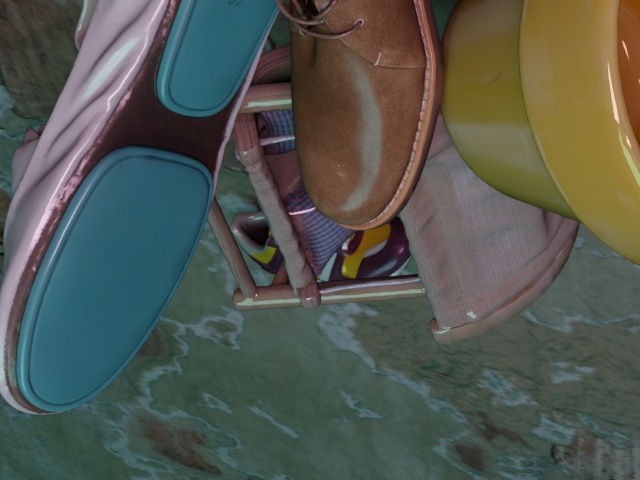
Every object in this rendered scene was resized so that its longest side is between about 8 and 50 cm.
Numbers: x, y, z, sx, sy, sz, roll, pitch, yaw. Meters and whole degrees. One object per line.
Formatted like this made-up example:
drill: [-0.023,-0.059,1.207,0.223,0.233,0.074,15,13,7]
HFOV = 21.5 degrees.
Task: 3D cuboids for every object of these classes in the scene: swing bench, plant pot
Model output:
swing bench: [0.043,-0.058,1.241,0.255,0.165,0.253,11,148,25]
plant pot: [0.198,-0.103,0.989,0.254,0.254,0.239,37,166,-22]

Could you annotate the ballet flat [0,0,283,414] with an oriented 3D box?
ballet flat: [-0.127,-0.083,1.104,0.139,0.400,0.139,23,-172,-4]

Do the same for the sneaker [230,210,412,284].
sneaker: [0.000,0.000,1.475,0.185,0.069,0.084,-8,144,44]

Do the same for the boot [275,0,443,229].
boot: [0.006,-0.143,1.009,0.112,0.115,0.305,16,116,31]
